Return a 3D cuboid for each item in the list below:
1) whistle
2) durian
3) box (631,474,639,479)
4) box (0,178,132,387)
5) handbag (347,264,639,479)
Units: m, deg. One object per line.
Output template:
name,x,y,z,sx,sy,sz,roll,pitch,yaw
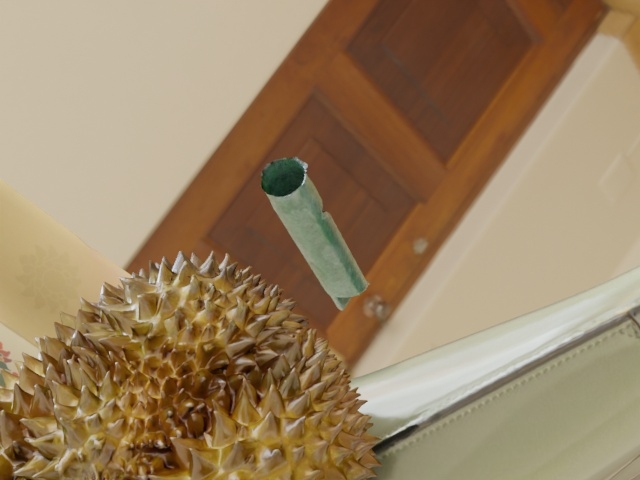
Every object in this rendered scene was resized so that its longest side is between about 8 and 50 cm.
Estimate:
whistle,0.000,0.000,0.817,0.039,0.039,0.186,33,164,33
durian,-0.053,0.085,0.411,0.158,0.168,0.137,37,139,0
box,0.428,0.161,1.021,0.297,0.190,0.225,27,128,19
box,-0.229,0.073,0.681,0.168,0.095,0.212,38,131,-22
handbag,0.158,0.063,0.534,0.109,0.315,0.241,60,-174,24
